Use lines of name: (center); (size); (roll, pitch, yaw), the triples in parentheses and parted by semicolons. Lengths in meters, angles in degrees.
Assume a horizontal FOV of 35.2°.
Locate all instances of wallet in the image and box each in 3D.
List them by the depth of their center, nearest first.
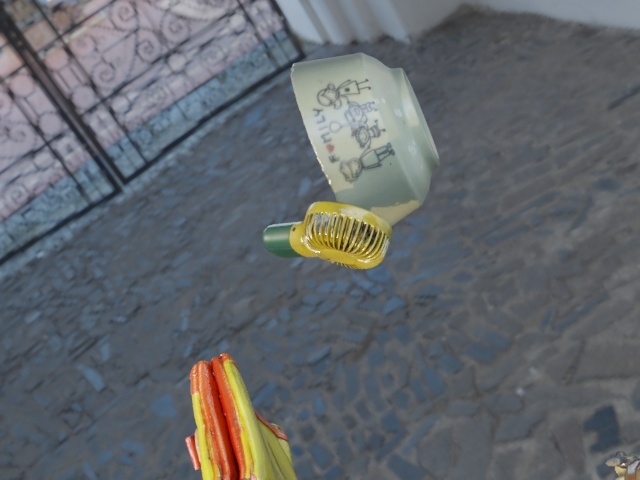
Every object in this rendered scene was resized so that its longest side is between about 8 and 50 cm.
wallet: (-0.068, 0.213, 0.963); (0.067, 0.241, 0.141); (-18, 57, 1)

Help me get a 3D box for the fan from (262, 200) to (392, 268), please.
fan: (0.000, 0.000, 0.957); (0.155, 0.082, 0.039); (-5, 63, 51)

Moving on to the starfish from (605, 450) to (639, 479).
starfish: (0.396, 0.078, 0.491); (0.432, 0.082, 0.324); (-15, -5, 35)

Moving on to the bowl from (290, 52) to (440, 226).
bowl: (0.058, -0.113, 1.089); (0.112, 0.211, 0.211); (-22, 27, 12)

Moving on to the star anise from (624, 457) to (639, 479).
star anise: (0.201, 0.183, 0.364); (0.177, 0.234, 0.073); (-1, -17, -35)
